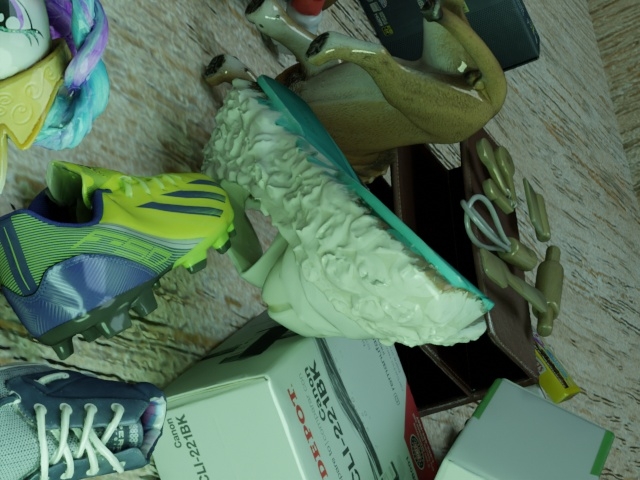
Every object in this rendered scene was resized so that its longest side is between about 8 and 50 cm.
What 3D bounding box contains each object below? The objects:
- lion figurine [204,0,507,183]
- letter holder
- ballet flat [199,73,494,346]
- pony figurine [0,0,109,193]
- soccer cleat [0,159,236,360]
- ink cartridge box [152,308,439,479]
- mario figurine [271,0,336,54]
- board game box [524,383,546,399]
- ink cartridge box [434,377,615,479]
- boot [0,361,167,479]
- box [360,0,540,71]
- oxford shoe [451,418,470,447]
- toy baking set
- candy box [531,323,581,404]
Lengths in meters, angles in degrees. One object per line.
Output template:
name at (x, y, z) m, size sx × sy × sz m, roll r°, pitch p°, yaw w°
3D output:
lion figurine at (0.057, -0.134, 1.365) m, size 0.240 × 0.392 × 0.142 m, roll 37°, pitch 74°, yaw -29°
letter holder at (0.107, -0.001, 1.585) m, size 0.214 × 0.152 × 0.301 m, roll 44°, pitch 34°, yaw -47°
ballet flat at (0.000, 0.000, 1.153) m, size 0.147 × 0.147 × 0.409 m, roll 58°, pitch -4°, yaw -32°
pony figurine at (-0.171, -0.232, 0.833) m, size 0.351 × 0.303 × 0.363 m, roll -48°, pitch 126°, yaw -67°
soccer cleat at (-0.141, -0.016, 1.064) m, size 0.121 × 0.093 × 0.289 m, roll 61°, pitch 22°, yaw -8°
ink cartridge box at (-0.013, 0.168, 1.194) m, size 0.197 × 0.114 × 0.273 m, roll 70°, pitch 22°, yaw -7°
mario figurine at (-0.063, -0.309, 1.510) m, size 0.198 × 0.170 × 0.320 m, roll 37°, pitch 8°, yaw 8°
board game box at (0.301, 0.304, 1.833) m, size 0.305 × 0.053 × 0.193 m, roll -101°, pitch 165°, yaw -68°
ink cartridge box at (0.123, 0.281, 1.219) m, size 0.278 × 0.117 × 0.201 m, roll -68°, pitch 168°, yaw 19°
boot at (-0.134, 0.094, 0.738) m, size 0.190 × 0.086 × 0.069 m, roll -46°, pitch 139°, yaw -82°
box at (0.156, -0.308, 1.904) m, size 0.232 × 0.183 × 0.059 m, roll 60°, pitch 24°, yaw -31°
oxford shoe at (0.183, 0.235, 1.684) m, size 0.227 × 0.083 × 0.096 m, roll 53°, pitch 23°, yaw -66°
toy baking set at (0.202, 0.003, 1.571) m, size 0.196 × 0.030 × 0.256 m, roll 54°, pitch 28°, yaw -25°
candy box at (0.262, 0.122, 1.936) m, size 0.206 × 0.027 × 0.105 m, roll 55°, pitch 12°, yaw 13°
